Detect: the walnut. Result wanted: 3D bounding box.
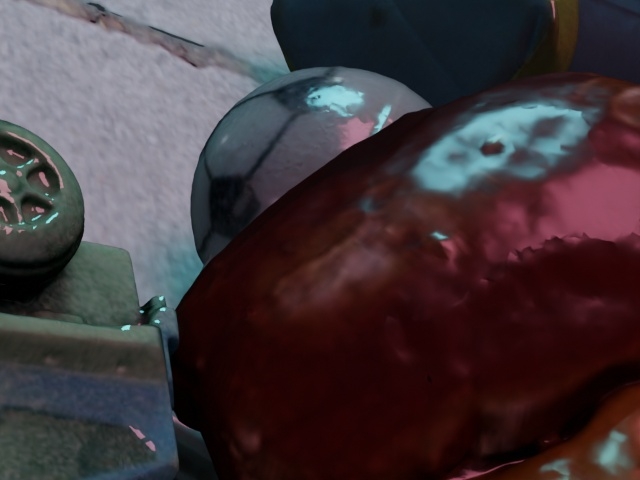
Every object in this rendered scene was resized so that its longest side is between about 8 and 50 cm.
[{"bbox_3d":[0.091,0.062,0.623,0.269,0.222,0.244,-30,38,-22],"label":"walnut"}]

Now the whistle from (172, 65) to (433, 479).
[{"bbox_3d":[0.000,0.000,0.794,0.163,0.163,0.290,29,26,-3],"label":"whistle"}]

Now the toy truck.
[{"bbox_3d":[-0.192,0.042,0.534,0.279,0.155,0.156,11,49,-34],"label":"toy truck"}]

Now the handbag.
[{"bbox_3d":[0.131,-0.131,1.085,0.241,0.222,0.263,12,33,-41],"label":"handbag"}]
